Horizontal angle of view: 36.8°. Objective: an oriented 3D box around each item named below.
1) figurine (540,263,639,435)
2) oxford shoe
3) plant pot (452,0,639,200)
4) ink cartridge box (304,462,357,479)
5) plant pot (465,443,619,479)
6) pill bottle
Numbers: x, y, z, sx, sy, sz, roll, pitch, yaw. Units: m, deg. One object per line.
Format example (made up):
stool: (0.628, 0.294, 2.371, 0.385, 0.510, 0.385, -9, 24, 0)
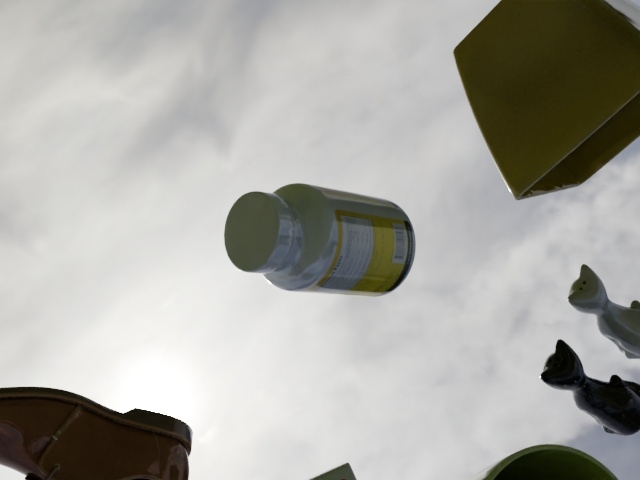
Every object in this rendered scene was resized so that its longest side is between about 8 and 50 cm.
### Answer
figurine: (0.437, 0.167, 1.503, 0.092, 0.209, 0.215, -5, -123, 54)
oxford shoe: (-0.197, 0.163, 0.731, 0.076, 0.212, 0.076, -97, -151, -42)
plant pot: (0.278, -0.190, 1.085, 0.212, 0.187, 0.212, -45, 162, 31)
ink cartridge box: (-0.023, 0.265, 0.802, 0.150, 0.109, 0.063, -16, 163, -34)
plant pot: (0.244, 0.434, 1.315, 0.275, 0.275, 0.293, -50, -174, -29)
pill bottle: (0.000, 0.000, 0.927, 0.103, 0.184, 0.103, -7, -100, 43)
